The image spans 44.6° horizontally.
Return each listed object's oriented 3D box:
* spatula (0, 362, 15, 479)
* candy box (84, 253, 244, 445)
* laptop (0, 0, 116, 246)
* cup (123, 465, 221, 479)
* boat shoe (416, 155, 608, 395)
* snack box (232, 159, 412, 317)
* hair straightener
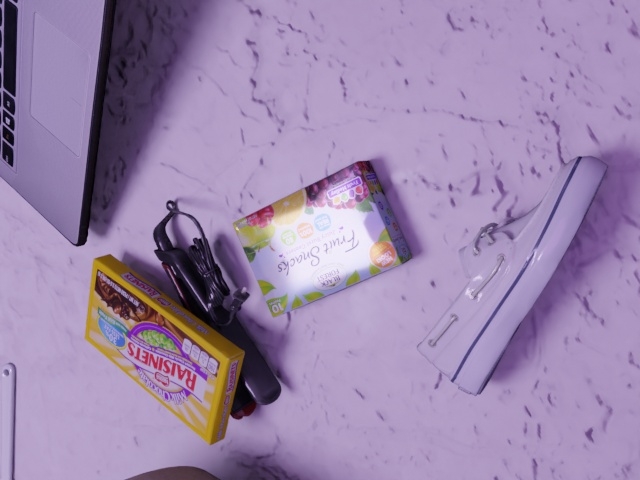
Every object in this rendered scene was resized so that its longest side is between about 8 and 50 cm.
[{"bbox_3d":[-0.435,0.257,0.958,0.168,0.019,0.242,8,101,23],"label":"spatula"},{"bbox_3d":[-0.163,0.105,0.784,0.205,0.027,0.105,30,121,30],"label":"candy box"},{"bbox_3d":[-0.410,-0.204,0.692,0.408,0.236,0.382,39,134,19],"label":"laptop"},{"bbox_3d":[-0.136,0.354,0.713,0.331,0.331,0.237,-45,55,22],"label":"cup"},{"bbox_3d":[0.148,0.023,0.640,0.075,0.083,0.226,31,109,15],"label":"boat shoe"},{"bbox_3d":[0.000,0.000,0.725,0.141,0.037,0.100,-25,89,24],"label":"snack box"},{"bbox_3d":[-0.098,0.057,0.772,0.089,0.047,0.231,-32,79,35],"label":"hair straightener"}]
